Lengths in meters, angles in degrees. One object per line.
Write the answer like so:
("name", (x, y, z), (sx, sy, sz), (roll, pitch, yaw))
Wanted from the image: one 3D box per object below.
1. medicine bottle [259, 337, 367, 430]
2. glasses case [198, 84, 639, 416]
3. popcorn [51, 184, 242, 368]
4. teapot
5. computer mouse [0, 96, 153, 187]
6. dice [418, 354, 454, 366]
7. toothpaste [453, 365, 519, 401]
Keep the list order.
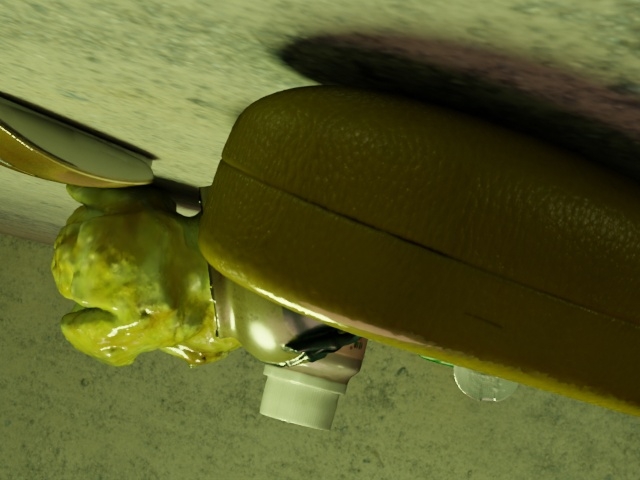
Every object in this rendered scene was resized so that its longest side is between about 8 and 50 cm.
("medicine bottle", (-0.005, 0.127, 1.519), (0.147, 0.247, 0.147), (14, 173, 2))
("glasses case", (0.115, 0.006, 0.695), (0.371, 0.141, 0.173), (18, -173, -30))
("popcorn", (-0.200, 0.046, 1.378), (0.276, 0.225, 0.276), (7, -154, -4))
("teapot", (0.000, 0.000, 0.879), (0.183, 0.173, 0.269), (-8, -155, -5))
("computer mouse", (-0.275, -0.091, 1.100), (0.126, 0.056, 0.245), (8, 170, 39))
("dice", (0.208, 0.118, 1.550), (0.128, 0.120, 0.131), (18, 171, -26))
("toothpaste", (0.185, 0.077, 1.192), (0.114, 0.073, 0.299), (12, -159, 7))
